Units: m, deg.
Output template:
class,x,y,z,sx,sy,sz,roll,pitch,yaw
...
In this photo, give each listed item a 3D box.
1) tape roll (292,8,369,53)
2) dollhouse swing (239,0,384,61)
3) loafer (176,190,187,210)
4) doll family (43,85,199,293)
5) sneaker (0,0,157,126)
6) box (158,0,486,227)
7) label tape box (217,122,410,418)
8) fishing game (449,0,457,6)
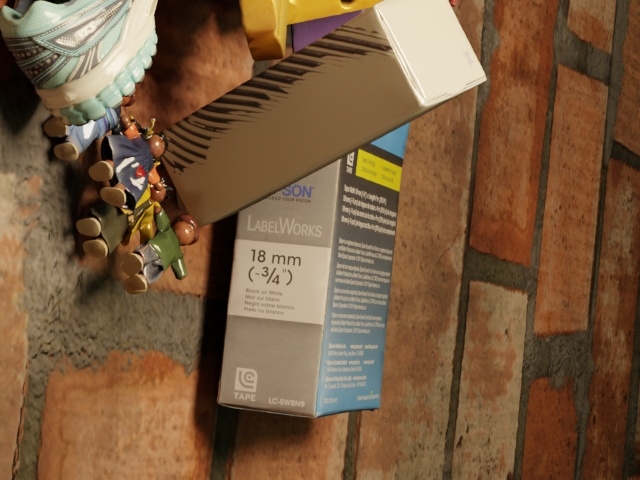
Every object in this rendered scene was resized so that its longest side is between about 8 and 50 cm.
class,x,y,z,sx,sy,sz,roll,pitch,yaw
tape roll,0.044,-0.229,1.876,0.189,0.080,0.189,4,90,-66
dollhouse swing,0.038,-0.354,1.542,0.305,0.315,0.347,-123,-157,-62
loafer,-0.090,-0.066,1.649,0.125,0.039,0.045,-56,144,-48
doll family,-0.158,-0.054,1.460,0.111,0.076,0.193,-44,131,-50
sneaker,-0.164,-0.232,1.374,0.122,0.110,0.283,49,44,-41
box,-0.005,-0.111,1.513,0.113,0.275,0.094,-27,90,-53
label tape box,0.000,0.000,1.755,0.240,0.106,0.334,14,82,-74
fishing game,0.169,-0.427,2.173,0.189,0.041,0.264,-63,148,-36
